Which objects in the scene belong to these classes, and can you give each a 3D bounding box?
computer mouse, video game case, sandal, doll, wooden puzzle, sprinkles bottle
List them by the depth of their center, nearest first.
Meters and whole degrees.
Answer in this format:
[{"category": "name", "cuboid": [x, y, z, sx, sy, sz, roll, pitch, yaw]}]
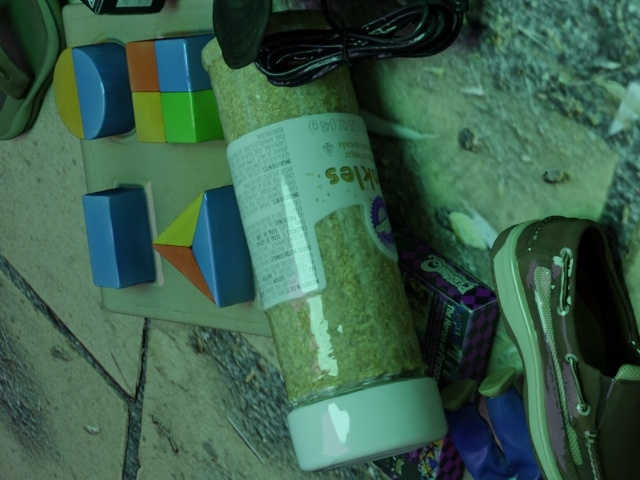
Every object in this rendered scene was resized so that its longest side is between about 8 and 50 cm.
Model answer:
[{"category": "computer mouse", "cuboid": [0.018, -0.250, 1.091, 0.184, 0.060, 0.262, -4, 88, 23]}, {"category": "sprinkles bottle", "cuboid": [0.000, 0.000, 1.182, 0.121, 0.121, 0.355, -29, 72, 55]}, {"category": "doll", "cuboid": [0.166, 0.197, 1.195, 0.129, 0.046, 0.189, -19, 104, 26]}, {"category": "video game case", "cuboid": [0.052, 0.089, 1.301, 0.210, 0.042, 0.232, 38, 136, 35]}, {"category": "wooden puzzle", "cuboid": [-0.158, -0.070, 1.417, 0.348, 0.081, 0.322, 7, 107, 52]}, {"category": "sandal", "cuboid": [-0.349, -0.205, 1.620, 0.120, 0.086, 0.302, 52, 143, 20]}]

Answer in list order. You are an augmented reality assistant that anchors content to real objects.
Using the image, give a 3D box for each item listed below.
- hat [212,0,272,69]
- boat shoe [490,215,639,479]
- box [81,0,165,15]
[{"category": "hat", "cuboid": [-0.121, -0.272, 1.062, 0.331, 0.134, 0.331, 174, 90, -80]}, {"category": "boat shoe", "cuboid": [0.202, 0.106, 1.072, 0.095, 0.095, 0.257, -16, 96, 49]}, {"category": "box", "cuboid": [-0.183, -0.312, 1.311, 0.147, 0.078, 0.180, 42, 124, 30]}]
